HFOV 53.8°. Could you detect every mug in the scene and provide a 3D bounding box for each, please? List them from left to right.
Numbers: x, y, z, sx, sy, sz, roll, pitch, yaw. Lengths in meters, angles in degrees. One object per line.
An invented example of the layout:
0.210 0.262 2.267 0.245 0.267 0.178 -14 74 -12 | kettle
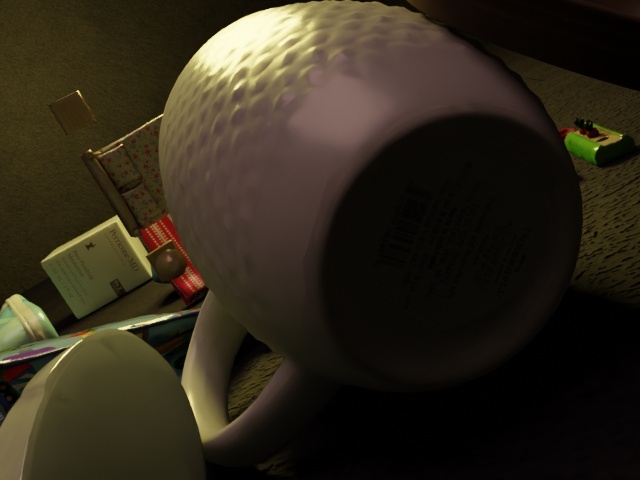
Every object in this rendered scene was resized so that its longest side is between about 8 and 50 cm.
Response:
0.000 0.000 0.496 0.374 0.276 0.328 -57 25 6 | mug

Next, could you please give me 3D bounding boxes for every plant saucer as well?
0.174 -0.154 0.436 0.277 0.041 0.278 13 28 -7 | plant saucer

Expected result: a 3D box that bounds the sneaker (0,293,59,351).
-0.605 0.203 1.149 0.208 0.127 0.319 -34 14 -30 | sneaker

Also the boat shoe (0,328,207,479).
-0.153 0.191 0.298 0.156 0.136 0.367 -32 27 10 | boat shoe

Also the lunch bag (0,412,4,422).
-0.425 0.193 0.421 0.385 0.239 0.328 21 25 23 | lunch bag

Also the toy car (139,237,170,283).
-0.206 -0.036 1.205 0.210 0.219 0.238 -18 -15 16 | toy car

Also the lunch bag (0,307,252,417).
-0.227 0.137 0.686 0.221 0.138 0.293 -18 7 45 | lunch bag

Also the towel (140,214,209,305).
-0.158 -0.046 1.047 0.275 0.199 0.031 -34 -13 -15 | towel

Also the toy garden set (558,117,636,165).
0.223 -0.096 0.782 0.244 0.049 0.204 -25 14 11 | toy garden set

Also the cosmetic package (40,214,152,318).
-0.489 0.053 1.412 0.183 0.151 0.151 -31 14 -6 | cosmetic package

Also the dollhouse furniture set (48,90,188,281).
-0.144 -0.110 0.891 0.303 0.356 0.174 -35 16 -18 | dollhouse furniture set
